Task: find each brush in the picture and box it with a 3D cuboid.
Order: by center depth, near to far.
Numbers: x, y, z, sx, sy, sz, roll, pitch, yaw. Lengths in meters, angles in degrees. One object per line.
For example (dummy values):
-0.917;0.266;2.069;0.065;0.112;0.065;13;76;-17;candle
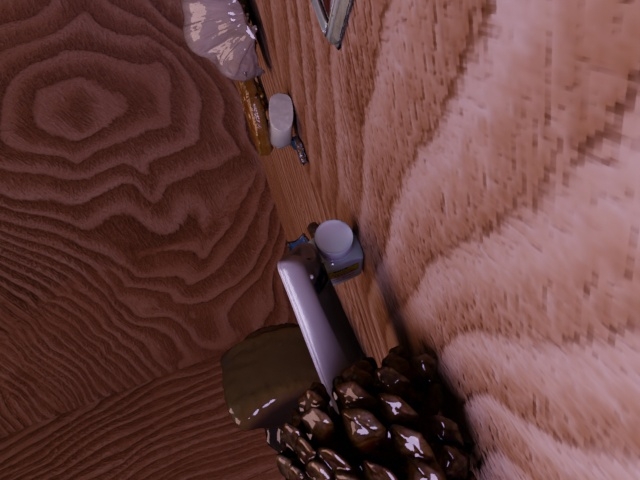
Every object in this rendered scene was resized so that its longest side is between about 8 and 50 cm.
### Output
-0.050;-0.186;0.973;0.164;0.014;0.051;-120;13;-67;brush

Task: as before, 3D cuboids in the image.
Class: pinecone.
0.061;0.208;0.481;0.179;0.204;0.185;-12;98;40;pinecone

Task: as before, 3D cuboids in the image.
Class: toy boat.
-0.035;0.052;1.319;0.186;0.075;0.077;61;178;46;toy boat

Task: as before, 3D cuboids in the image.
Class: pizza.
-0.169;-0.350;1.304;0.127;0.058;0.247;176;79;-77;pizza

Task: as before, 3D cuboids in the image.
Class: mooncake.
-0.068;0.399;1.212;0.394;0.392;0.246;-66;30;29;mooncake

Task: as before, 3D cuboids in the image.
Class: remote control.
0.035;0.152;0.616;0.109;0.054;0.313;-44;-66;-72;remote control

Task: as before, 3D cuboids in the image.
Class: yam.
0.000;0.000;1.041;0.145;0.032;0.032;-119;11;-64;yam

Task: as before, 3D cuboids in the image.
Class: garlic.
-0.192;-0.415;0.934;0.178;0.142;0.230;-120;20;-69;garlic

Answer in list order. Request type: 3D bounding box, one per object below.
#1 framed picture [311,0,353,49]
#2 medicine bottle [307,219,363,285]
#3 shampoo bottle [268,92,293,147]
-0.026;-0.302;0.343;0.216;0.015;0.274;138;113;-84;framed picture
0.019;0.019;0.697;0.118;0.074;0.055;87;163;-65;medicine bottle
-0.074;-0.203;0.911;0.152;0.044;0.077;118;149;-76;shampoo bottle
